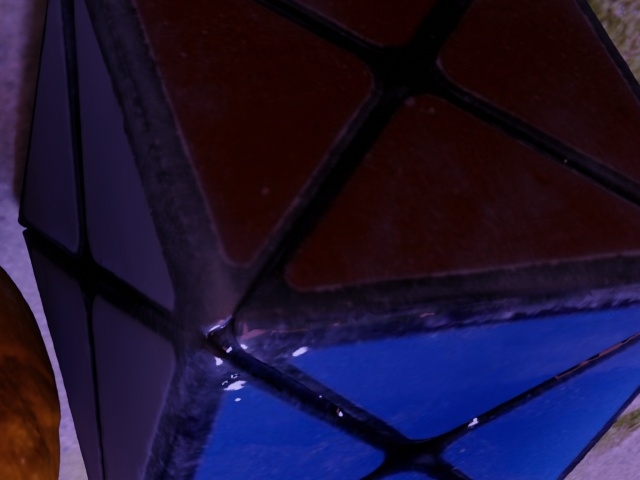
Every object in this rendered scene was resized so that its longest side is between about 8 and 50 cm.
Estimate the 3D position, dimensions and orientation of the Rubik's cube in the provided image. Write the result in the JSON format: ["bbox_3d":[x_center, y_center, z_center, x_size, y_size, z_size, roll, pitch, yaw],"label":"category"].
[{"bbox_3d":[0.000,0.000,0.643,0.259,0.255,0.260,-4,143,-25],"label":"Rubik's cube"}]

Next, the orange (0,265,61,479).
[{"bbox_3d":[-0.259,0.104,0.638,0.261,0.261,0.261,-15,137,-15],"label":"orange"}]
